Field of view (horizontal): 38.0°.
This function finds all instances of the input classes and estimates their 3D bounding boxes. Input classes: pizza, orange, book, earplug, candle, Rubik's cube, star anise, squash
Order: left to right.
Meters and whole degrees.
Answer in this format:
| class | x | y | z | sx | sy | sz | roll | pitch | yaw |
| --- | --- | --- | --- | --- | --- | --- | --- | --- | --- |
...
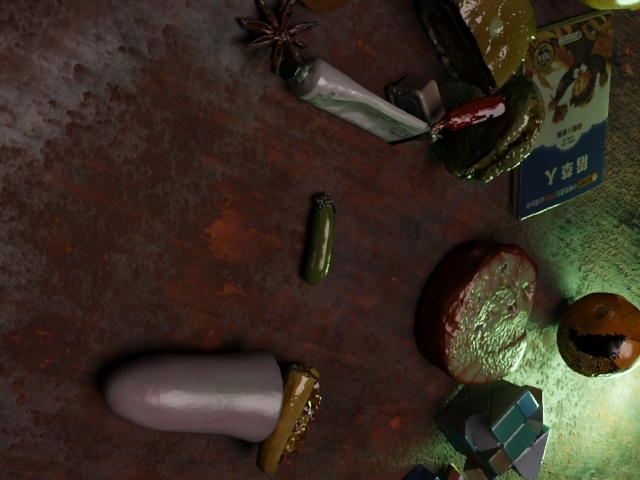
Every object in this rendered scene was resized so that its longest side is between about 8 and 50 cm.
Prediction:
| class | x | y | z | sx | sy | sz | roll | pitch | yaw |
| --- | --- | --- | --- | --- | --- | --- | --- | --- | --- |
| earplug | -0.237 | 0.265 | 1.627 | 0.301 | 0.172 | 0.172 | 9 | 103 | -34 |
| star anise | -0.071 | -0.343 | 1.543 | 0.141 | 0.042 | 0.141 | 3 | 82 | -19 |
| pizza | -0.046 | 0.322 | 1.787 | 0.229 | 0.081 | 0.289 | -59 | 169 | -56 |
| squash | 0.000 | 0.000 | 1.769 | 0.052 | 0.052 | 0.183 | -2 | 106 | -39 |
| candle | 0.271 | -0.232 | 1.740 | 0.162 | 0.053 | 0.048 | -22 | 162 | -16 |
| Rubik's cube | 0.425 | 0.446 | 2.204 | 0.265 | 0.224 | 0.213 | -43 | 115 | -14 |
| book | 0.546 | -0.282 | 2.101 | 0.300 | 0.039 | 0.428 | -22 | 121 | -31 |
| orange | 0.710 | 0.239 | 2.337 | 0.234 | 0.234 | 0.182 | -33 | 126 | -25 |

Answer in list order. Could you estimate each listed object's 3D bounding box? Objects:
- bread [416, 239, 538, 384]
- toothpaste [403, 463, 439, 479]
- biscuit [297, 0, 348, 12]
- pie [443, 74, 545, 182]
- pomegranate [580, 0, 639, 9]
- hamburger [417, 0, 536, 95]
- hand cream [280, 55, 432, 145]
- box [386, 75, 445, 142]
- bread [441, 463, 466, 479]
| class | x | y | z | sx | sy | sz | roll | pitch | yaw |
| --- | --- | --- | --- | --- | --- | --- | --- | --- | --- |
| bread | 0.355 | 0.163 | 2.088 | 0.295 | 0.114 | 0.327 | -4 | 112 | -37 |
| toothpaste | 0.168 | 0.643 | 2.174 | 0.272 | 0.066 | 0.053 | -41 | 129 | -19 |
| biscuit | 0.025 | -0.534 | 1.552 | 0.277 | 0.052 | 0.262 | -43 | 130 | -17 |
| pie | 0.338 | -0.214 | 1.827 | 0.090 | 0.201 | 0.248 | 28 | 124 | -29 |
| pomegranate | 0.606 | -0.598 | 1.884 | 0.264 | 0.264 | 0.264 | -17 | 119 | -34 |
| hamburger | 0.306 | -0.413 | 1.758 | 0.192 | 0.168 | 0.288 | -48 | 132 | -14 |
| hand cream | 0.066 | -0.245 | 1.680 | 0.336 | 0.121 | 0.076 | 22 | 69 | -40 |
| box | 0.188 | -0.256 | 1.788 | 0.062 | 0.089 | 0.122 | -48 | 133 | -28 |
| bread | 0.331 | 0.645 | 2.307 | 0.119 | 0.067 | 0.192 | 10 | 102 | -42 |
